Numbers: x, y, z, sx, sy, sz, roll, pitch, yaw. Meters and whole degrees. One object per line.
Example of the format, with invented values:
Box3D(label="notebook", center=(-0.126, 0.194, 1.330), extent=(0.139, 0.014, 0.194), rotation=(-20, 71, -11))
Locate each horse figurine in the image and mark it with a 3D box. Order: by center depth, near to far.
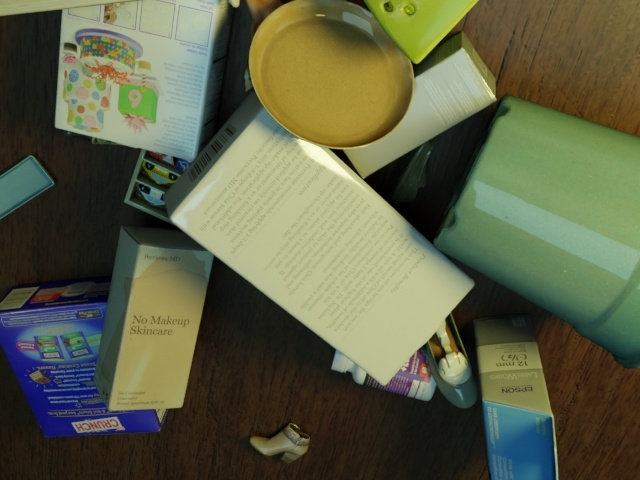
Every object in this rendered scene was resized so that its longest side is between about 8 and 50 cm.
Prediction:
Box3D(label="horse figurine", center=(-0.022, -0.295, 1.082), extent=(0.264, 0.174, 0.066), rotation=(2, 161, -28))

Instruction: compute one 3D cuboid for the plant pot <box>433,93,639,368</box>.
Box3D(label="plant pot", center=(0.368, -0.035, 1.069), extent=(0.334, 0.341, 0.341), rotation=(24, 120, 5))

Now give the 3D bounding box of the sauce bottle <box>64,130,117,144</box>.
Box3D(label="sauce bottle", center=(-0.383, -0.188, 1.268), extent=(0.128, 0.042, 0.042), rotation=(4, 119, 11))

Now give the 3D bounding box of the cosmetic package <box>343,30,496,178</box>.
Box3D(label="cosmetic package", center=(0.141, -0.208, 1.114), extent=(0.238, 0.127, 0.107), rotation=(-31, 108, 25))

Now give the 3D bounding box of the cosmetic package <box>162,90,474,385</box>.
Box3D(label="cosmetic package", center=(0.000, 0.000, 1.153), extent=(0.453, 0.161, 0.230), rotation=(41, 92, -22))

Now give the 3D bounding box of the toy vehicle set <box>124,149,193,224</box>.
Box3D(label="toy vehicle set", center=(-0.200, -0.086, 1.292), extent=(0.267, 0.035, 0.165), rotation=(24, 120, -3))

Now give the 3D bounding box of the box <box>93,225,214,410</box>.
Box3D(label="box", center=(-0.304, 0.139, 1.310), extent=(0.148, 0.121, 0.310), rotation=(4, 106, -31))

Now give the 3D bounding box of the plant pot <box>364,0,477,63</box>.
Box3D(label="plant pot", center=(0.142, -0.401, 0.959), extent=(0.207, 0.228, 0.227), rotation=(42, 117, -5))

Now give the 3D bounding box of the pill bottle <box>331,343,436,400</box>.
Box3D(label="pill bottle", center=(0.123, 0.228, 1.364), extent=(0.194, 0.108, 0.108), rotation=(14, 120, 2))

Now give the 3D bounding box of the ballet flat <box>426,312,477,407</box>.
Box3D(label="ballet flat", center=(0.221, 0.193, 1.287), extent=(0.072, 0.068, 0.213), rotation=(-18, 71, 0))

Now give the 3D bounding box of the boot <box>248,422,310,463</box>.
Box3D(label="boot", center=(-0.084, 0.426, 1.552), extent=(0.119, 0.042, 0.087), rotation=(28, 113, -7))

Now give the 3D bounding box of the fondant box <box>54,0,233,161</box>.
Box3D(label="fondant box", center=(-0.272, -0.313, 1.128), extent=(0.239, 0.096, 0.330), rotation=(14, 112, 3))

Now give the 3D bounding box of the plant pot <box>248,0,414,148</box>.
Box3D(label="plant pot", center=(0.015, -0.230, 1.012), extent=(0.236, 0.236, 0.032), rotation=(26, 158, -5))

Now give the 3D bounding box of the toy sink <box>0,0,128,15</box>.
Box3D(label="toy sink", center=(-0.317, -0.384, 0.974), extent=(0.234, 0.152, 0.131), rotation=(-2, 110, 11))

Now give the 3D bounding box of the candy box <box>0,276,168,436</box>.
Box3D(label="candy box", center=(-0.475, 0.241, 1.471), extent=(0.268, 0.122, 0.317), rotation=(-6, 116, 11))

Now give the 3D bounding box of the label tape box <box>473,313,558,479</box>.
Box3D(label="label tape box", center=(0.333, 0.326, 1.242), extent=(0.115, 0.347, 0.249), rotation=(-5, 117, 13))

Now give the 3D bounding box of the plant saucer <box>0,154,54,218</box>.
Box3D(label="plant saucer", center=(-0.587, -0.094, 1.369), extent=(0.192, 0.018, 0.067), rotation=(-26, 111, 23))

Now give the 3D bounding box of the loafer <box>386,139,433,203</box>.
Box3D(label="loafer", center=(0.155, -0.119, 1.202), extent=(0.050, 0.056, 0.148), rotation=(7, 138, -18))
